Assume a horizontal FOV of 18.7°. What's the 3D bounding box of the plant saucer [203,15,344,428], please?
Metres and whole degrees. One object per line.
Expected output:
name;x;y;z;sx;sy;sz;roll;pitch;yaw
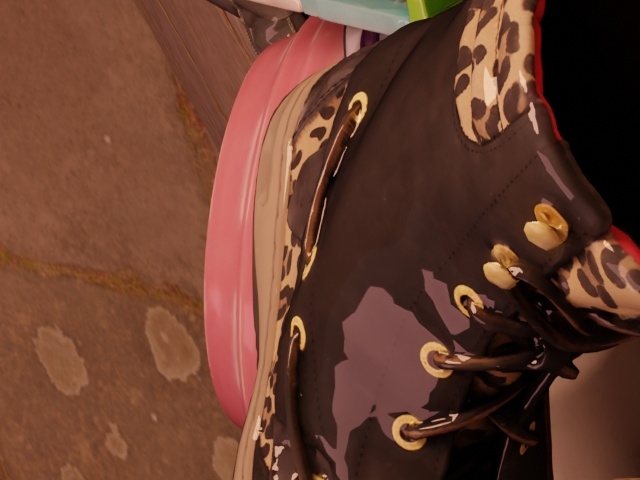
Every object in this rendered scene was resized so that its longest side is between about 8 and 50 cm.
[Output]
plant saucer;0.000;0.000;1.268;0.332;0.084;0.332;6;-90;-75

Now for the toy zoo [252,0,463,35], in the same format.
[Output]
toy zoo;-0.014;-0.207;1.018;0.293;0.030;0.192;20;135;45

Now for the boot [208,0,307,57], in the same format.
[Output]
boot;-0.031;-0.163;1.737;0.208;0.076;0.189;56;177;-14

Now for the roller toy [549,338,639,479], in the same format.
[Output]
roller toy;0.121;0.117;1.176;0.146;0.209;0.191;63;167;-19

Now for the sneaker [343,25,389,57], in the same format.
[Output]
sneaker;0.061;-0.173;1.077;0.098;0.083;0.224;12;132;28

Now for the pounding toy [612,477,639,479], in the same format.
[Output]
pounding toy;0.257;0.228;1.043;0.181;0.094;0.206;-6;121;38

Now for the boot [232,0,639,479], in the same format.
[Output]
boot;0.074;0.053;0.788;0.284;0.138;0.377;139;135;-59
